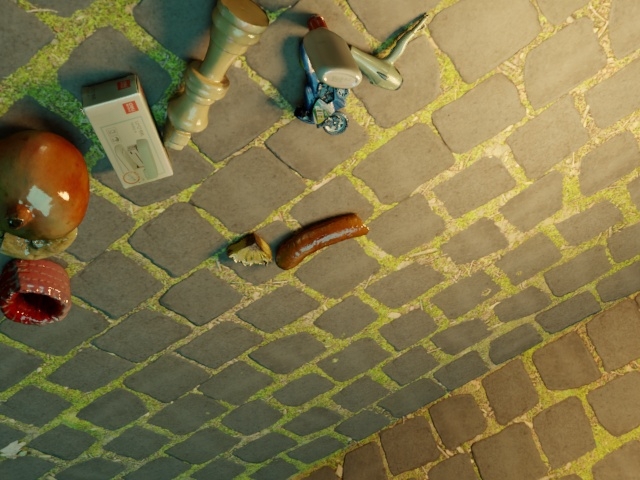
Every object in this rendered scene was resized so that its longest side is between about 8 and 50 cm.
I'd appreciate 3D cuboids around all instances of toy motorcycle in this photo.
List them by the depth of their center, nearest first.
[{"bbox_3d":[-0.001,-0.360,1.705,0.135,0.092,0.254,-6,130,-2],"label":"toy motorcycle"}]

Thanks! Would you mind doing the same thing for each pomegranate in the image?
[{"bbox_3d":[-0.643,-0.113,1.593,0.229,0.270,0.252,-6,132,-2],"label":"pomegranate"}]

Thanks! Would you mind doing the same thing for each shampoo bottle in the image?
[{"bbox_3d":[0.015,-0.414,1.544,0.108,0.221,0.051,3,137,-25],"label":"shampoo bottle"}]

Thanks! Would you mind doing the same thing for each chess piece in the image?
[{"bbox_3d":[-0.255,-0.357,1.597,0.117,0.117,0.397,12,133,-31],"label":"chess piece"}]

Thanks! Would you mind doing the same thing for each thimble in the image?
[{"bbox_3d":[-0.775,0.142,1.935,0.163,0.125,0.189,-37,137,19],"label":"thimble"}]

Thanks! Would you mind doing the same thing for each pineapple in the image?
[{"bbox_3d":[-0.203,0.029,2.073,0.137,0.069,0.116,-1,137,-18],"label":"pineapple"}]

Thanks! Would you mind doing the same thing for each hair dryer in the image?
[{"bbox_3d":[0.151,-0.462,1.683,0.167,0.067,0.199,11,121,-23],"label":"hair dryer"}]

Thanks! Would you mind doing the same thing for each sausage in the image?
[{"bbox_3d":[-0.003,-0.003,2.107,0.302,0.076,0.103,-23,138,5],"label":"sausage"}]

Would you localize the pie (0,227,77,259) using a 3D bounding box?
[{"bbox_3d":[-0.724,-0.023,1.830,0.185,0.052,0.218,2,138,-31],"label":"pie"}]

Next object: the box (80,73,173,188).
[{"bbox_3d":[-0.448,-0.250,1.660,0.135,0.079,0.269,-16,140,-4],"label":"box"}]
